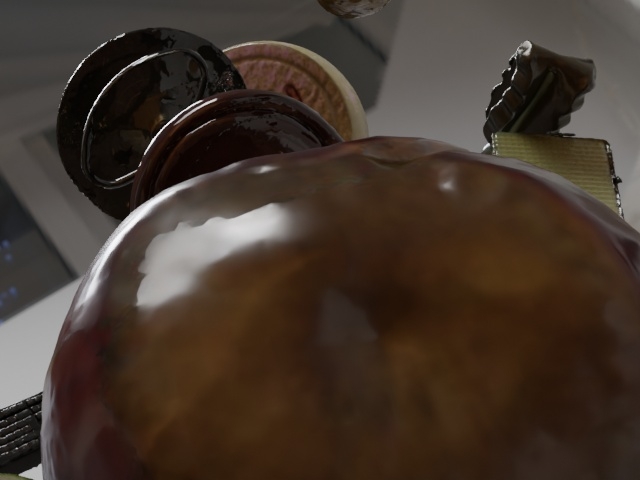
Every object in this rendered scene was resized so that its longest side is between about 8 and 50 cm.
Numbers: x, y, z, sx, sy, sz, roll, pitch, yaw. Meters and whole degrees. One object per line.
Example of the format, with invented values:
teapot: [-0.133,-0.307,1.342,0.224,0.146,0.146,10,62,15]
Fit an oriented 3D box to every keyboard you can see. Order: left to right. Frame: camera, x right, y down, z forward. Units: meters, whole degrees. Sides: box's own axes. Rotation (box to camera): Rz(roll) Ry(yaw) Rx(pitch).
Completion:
keyboard: [-0.296,0.190,1.340,0.074,0.196,0.015,47,-38,28]

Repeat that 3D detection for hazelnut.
hazelnut: [0.029,0.106,0.885,0.359,0.409,0.359,172,-90,-73]

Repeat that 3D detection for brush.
brush: [0.187,-0.100,1.464,0.084,0.071,0.301,21,-36,-7]

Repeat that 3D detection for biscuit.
biscuit: [0.225,-0.022,1.318,0.041,0.121,0.199,93,-1,-47]

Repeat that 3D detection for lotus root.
lotus root: [0.030,-0.226,1.197,0.072,0.063,0.152,49,-17,-5]

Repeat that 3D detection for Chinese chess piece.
Chinese chess piece: [-0.071,-0.122,1.812,0.270,0.270,0.112,55,6,10]

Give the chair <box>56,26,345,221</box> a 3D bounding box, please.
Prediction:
chair: [-0.106,-0.066,1.373,0.401,0.226,0.227,39,-25,61]

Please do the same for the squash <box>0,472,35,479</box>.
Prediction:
squash: [-0.293,0.291,1.269,0.105,0.105,0.132,31,-68,56]
